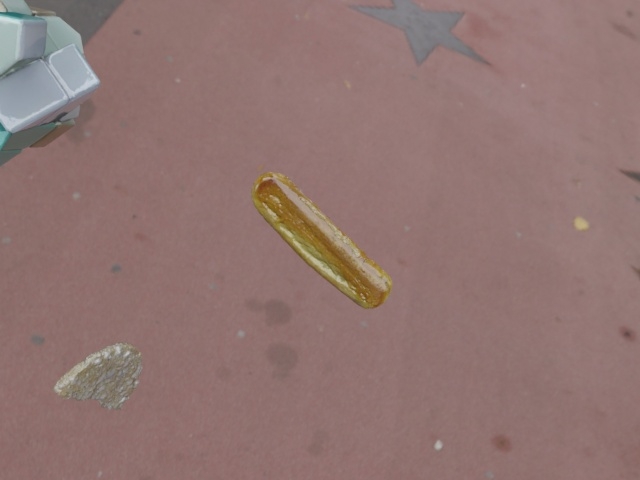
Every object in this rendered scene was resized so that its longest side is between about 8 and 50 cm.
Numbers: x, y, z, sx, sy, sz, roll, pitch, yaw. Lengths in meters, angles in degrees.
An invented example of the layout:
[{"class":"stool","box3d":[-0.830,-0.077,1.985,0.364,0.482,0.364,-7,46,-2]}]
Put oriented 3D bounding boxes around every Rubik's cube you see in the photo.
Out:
[{"class":"Rubik's cube","box3d":[-0.402,-0.212,0.927,0.224,0.213,0.265,59,16,-3]}]

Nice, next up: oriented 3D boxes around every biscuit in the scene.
[{"class":"biscuit","box3d":[-0.392,0.250,1.443,0.032,0.250,0.133,36,82,21]}]

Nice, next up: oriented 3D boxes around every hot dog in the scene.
[{"class":"hot dog","box3d":[0.000,0.000,0.944,0.215,0.066,0.047,42,25,-7]}]
